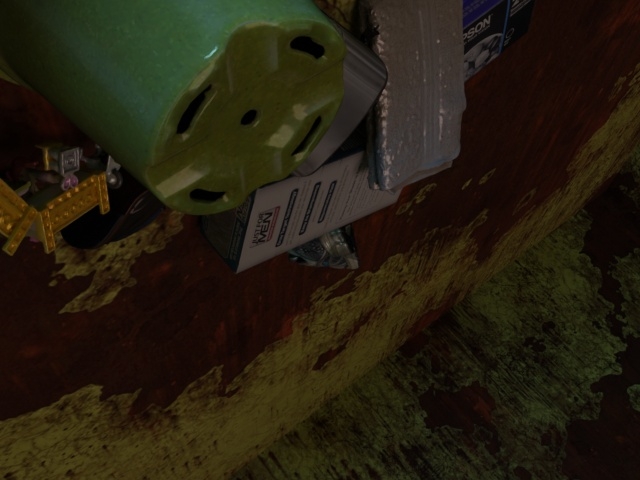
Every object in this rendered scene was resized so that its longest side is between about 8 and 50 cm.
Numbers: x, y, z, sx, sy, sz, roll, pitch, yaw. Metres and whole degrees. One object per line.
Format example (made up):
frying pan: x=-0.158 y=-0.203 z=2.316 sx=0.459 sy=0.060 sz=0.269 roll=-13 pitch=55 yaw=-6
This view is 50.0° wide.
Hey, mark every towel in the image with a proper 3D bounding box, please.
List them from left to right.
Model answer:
towel: x=0.135 y=-0.218 z=0.985 sx=0.187 sy=0.049 sz=0.282 roll=-26 pitch=122 yaw=-36

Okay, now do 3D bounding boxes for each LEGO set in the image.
LEGO set: x=-0.298 y=-0.061 z=0.624 sx=0.287 sy=0.107 sz=0.132 roll=-20 pitch=124 yaw=-68

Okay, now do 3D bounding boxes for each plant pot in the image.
plant pot: x=-0.122 y=-0.166 z=0.552 sx=0.276 sy=0.254 sz=0.276 roll=-35 pitch=156 yaw=-18

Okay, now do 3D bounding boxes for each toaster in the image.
toaster: x=-0.021 y=-0.191 z=0.836 sx=0.227 sy=0.129 sz=0.146 roll=-48 pitch=154 yaw=13

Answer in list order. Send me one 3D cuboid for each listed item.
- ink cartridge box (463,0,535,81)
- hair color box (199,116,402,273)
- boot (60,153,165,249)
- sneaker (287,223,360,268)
ink cartridge box: x=0.265 y=-0.359 z=1.109 sx=0.206 sy=0.045 sz=0.208 roll=-38 pitch=156 yaw=-9
hair color box: x=-0.006 y=-0.097 z=1.049 sx=0.347 sy=0.105 sz=0.174 roll=-25 pitch=148 yaw=-37
boot: x=-0.214 y=-0.077 z=0.826 sx=0.219 sy=0.082 sz=0.106 roll=-45 pitch=179 yaw=-5
sneaker: x=0.000 y=0.000 z=1.271 sx=0.122 sy=0.110 sz=0.283 roll=-13 pitch=168 yaw=7
